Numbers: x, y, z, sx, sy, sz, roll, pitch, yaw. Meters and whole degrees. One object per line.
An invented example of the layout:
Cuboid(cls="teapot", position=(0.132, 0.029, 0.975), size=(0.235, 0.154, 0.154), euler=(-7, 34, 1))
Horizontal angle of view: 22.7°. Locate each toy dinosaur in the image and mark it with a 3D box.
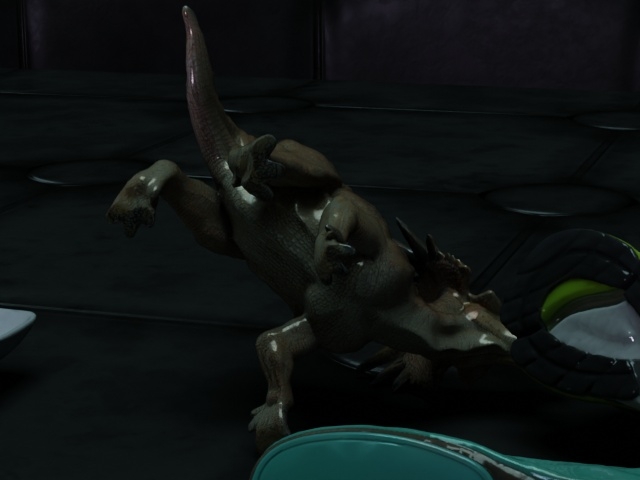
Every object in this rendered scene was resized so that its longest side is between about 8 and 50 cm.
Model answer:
Cuboid(cls="toy dinosaur", position=(0.000, 0.000, 0.963), size=(0.127, 0.296, 0.200), euler=(-42, -9, 26))

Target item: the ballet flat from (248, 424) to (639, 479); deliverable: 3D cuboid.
Cuboid(cls="ballet flat", position=(0.091, 0.134, 0.710), size=(0.247, 0.083, 0.087), euler=(5, -10, 21))

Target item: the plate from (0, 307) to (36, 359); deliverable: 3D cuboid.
Cuboid(cls="plate", position=(-0.349, 0.088, 0.949), size=(0.278, 0.045, 0.277), euler=(3, 15, 15))

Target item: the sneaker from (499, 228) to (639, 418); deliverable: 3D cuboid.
Cuboid(cls="sneaker", position=(0.236, 0.078, 0.842), size=(0.121, 0.111, 0.300), euler=(19, 10, -41))
